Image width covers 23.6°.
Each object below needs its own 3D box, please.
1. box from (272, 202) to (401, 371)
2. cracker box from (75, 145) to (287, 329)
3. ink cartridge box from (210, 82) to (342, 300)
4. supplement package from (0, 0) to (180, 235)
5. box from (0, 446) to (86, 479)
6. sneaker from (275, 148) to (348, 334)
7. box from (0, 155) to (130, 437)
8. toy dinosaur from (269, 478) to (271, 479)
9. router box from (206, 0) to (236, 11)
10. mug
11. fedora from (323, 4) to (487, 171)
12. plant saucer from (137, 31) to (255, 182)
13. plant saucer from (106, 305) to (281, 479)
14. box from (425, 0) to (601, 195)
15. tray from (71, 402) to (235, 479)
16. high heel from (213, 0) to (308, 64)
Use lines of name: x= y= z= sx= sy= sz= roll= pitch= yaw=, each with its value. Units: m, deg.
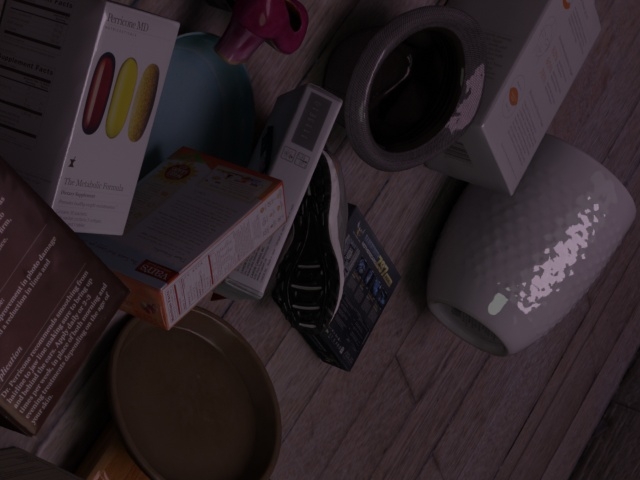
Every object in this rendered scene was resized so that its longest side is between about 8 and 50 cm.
box: x=0.029 y=0.069 z=2.340 sx=0.183 sy=0.059 sz=0.233 roll=-60 pitch=148 yaw=-17
cracker box: x=-0.168 y=-0.007 z=1.779 sx=0.232 sy=0.155 sz=0.067 roll=-43 pitch=141 yaw=-39
ink cartridge box: x=-0.082 y=-0.057 z=1.984 sx=0.060 sy=0.239 sz=0.275 roll=26 pitch=78 yaw=-17
supplement package: x=-0.269 y=-0.142 z=1.636 sx=0.139 sy=0.134 sz=0.244 roll=3 pitch=104 yaw=-60
box: x=-0.287 y=0.349 z=1.721 sx=0.148 sy=0.311 sz=0.121 roll=-3 pitch=109 yaw=-58
sneaker: x=0.000 y=0.000 z=2.181 sx=0.108 sy=0.100 sz=0.271 roll=-9 pitch=103 yaw=-67
box: x=-0.374 y=0.005 z=1.459 sx=0.191 sy=0.143 sz=0.381 roll=-58 pitch=135 yaw=-22
toy dinosaur: x=-0.176 y=0.375 z=2.103 sx=0.218 sy=0.164 sz=0.322 roll=-24 pitch=142 yaw=-33
router box: x=-0.123 y=-0.377 z=1.829 sx=0.133 sy=0.046 sz=0.179 roll=-62 pitch=150 yaw=-14
mug: x=0.332 y=0.031 z=2.658 sx=0.328 sy=0.276 sz=0.374 roll=-55 pitch=178 yaw=-15
fedora: x=0.106 y=-0.231 z=2.217 sx=0.275 sy=0.124 sz=0.244 roll=-28 pitch=128 yaw=-36
plant saucer: x=-0.191 y=-0.106 z=1.883 sx=0.317 sy=0.043 sz=0.317 roll=-37 pitch=137 yaw=-44
plant saucer: x=-0.166 y=0.213 z=1.971 sx=0.278 sy=0.041 sz=0.278 roll=25 pitch=50 yaw=-34
box: x=0.288 y=-0.285 z=2.451 sx=0.345 sy=0.168 sz=0.215 roll=-60 pitch=149 yaw=-17
tray: x=-0.281 y=0.430 z=1.925 sx=0.203 sy=0.076 sz=0.411 roll=42 pitch=65 yaw=-19
high heel: x=-0.049 y=-0.294 z=1.906 sx=0.117 sy=0.082 sz=0.244 roll=-51 pitch=171 yaw=27
